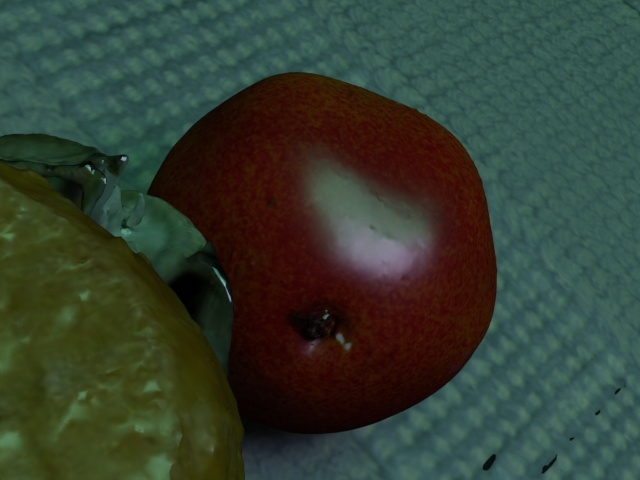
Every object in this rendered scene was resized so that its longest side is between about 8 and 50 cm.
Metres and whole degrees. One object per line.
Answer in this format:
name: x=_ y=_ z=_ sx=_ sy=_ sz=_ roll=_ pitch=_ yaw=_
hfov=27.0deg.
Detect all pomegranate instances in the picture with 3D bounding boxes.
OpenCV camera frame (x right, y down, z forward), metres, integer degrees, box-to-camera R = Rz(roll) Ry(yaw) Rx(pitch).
pomegranate: x=0.000 y=0.000 z=0.831 sx=0.221 sy=0.221 sz=0.257 roll=30 pitch=33 yaw=-12

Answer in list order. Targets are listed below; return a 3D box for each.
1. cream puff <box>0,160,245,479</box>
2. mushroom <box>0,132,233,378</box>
cream puff: x=-0.187 y=0.123 z=0.485 sx=0.342 sy=0.231 sz=0.327 roll=20 pitch=55 yaw=2
mushroom: x=-0.181 y=0.037 z=0.692 sx=0.267 sy=0.190 sz=0.164 roll=0 pitch=10 yaw=-5
